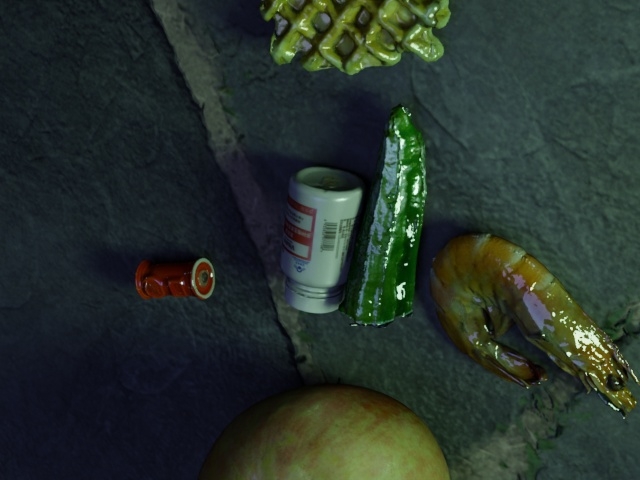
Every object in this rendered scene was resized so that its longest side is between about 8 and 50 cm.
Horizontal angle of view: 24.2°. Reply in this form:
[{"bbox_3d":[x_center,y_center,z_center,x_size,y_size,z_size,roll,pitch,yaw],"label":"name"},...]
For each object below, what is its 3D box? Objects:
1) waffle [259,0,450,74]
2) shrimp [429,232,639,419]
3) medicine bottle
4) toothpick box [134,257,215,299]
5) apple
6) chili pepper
[{"bbox_3d":[0.030,-0.271,1.434,0.204,0.054,0.223,0,112,27],"label":"waffle"},{"bbox_3d":[0.210,0.092,1.486,0.249,0.068,0.150,38,135,15],"label":"shrimp"},{"bbox_3d":[0.000,0.000,1.544,0.079,0.079,0.140,18,117,20],"label":"medicine bottle"},{"bbox_3d":[-0.164,0.044,1.666,0.083,0.047,0.047,-2,109,28],"label":"toothpick box"},{"bbox_3d":[0.006,0.268,1.557,0.257,0.234,0.257,12,116,26],"label":"apple"},{"bbox_3d":[0.067,-0.028,1.501,0.059,0.088,0.227,23,117,40],"label":"chili pepper"}]
